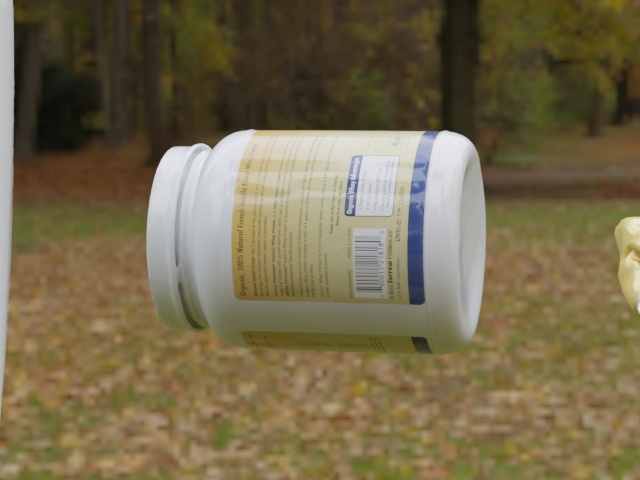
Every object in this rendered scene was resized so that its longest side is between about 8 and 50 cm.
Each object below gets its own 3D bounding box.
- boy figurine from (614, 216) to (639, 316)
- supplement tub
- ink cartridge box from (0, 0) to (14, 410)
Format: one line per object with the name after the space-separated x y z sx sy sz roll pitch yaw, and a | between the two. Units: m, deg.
0.337 0.009 1.643 0.092 0.177 0.285 42 -16 -5 | boy figurine
0.000 0.000 1.861 0.316 0.228 0.228 1 5 13 | supplement tub
-0.207 -0.010 0.863 0.119 0.207 0.353 1 0 -10 | ink cartridge box
